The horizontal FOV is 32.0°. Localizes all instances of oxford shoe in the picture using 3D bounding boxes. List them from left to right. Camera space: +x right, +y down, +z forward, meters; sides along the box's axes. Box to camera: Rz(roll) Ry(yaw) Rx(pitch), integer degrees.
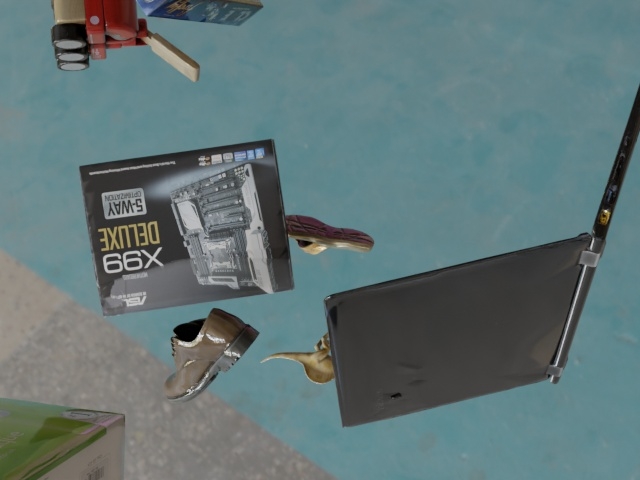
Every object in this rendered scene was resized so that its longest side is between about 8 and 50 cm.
[{"bbox_3d":[-0.177,0.159,1.606,0.227,0.096,0.083,-46,6,43],"label":"oxford shoe"}]

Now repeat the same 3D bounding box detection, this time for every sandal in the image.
[{"bbox_3d":[0.000,0.000,1.870,0.180,0.049,0.072,14,26,10],"label":"sandal"}]

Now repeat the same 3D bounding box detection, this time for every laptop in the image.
[{"bbox_3d":[0.197,0.010,1.274,0.236,0.382,0.407,18,65,13],"label":"laptop"}]

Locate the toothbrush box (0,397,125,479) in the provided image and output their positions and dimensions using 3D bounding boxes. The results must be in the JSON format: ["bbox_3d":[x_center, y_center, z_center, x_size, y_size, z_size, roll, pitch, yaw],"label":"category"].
[{"bbox_3d":[-0.332,0.208,0.918,0.283,0.122,0.206,4,9,16],"label":"toothbrush box"}]

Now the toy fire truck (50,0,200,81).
[{"bbox_3d":[-0.334,-0.357,1.918,0.246,0.217,0.158,-4,84,-10],"label":"toy fire truck"}]

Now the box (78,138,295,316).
[{"bbox_3d":[-0.207,-0.021,1.761,0.308,0.242,0.076,-7,5,0],"label":"box"}]

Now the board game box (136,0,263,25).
[{"bbox_3d":[-0.164,-0.317,1.222,0.042,0.243,0.165,-34,86,20],"label":"board game box"}]

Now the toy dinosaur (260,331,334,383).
[{"bbox_3d":[-0.001,0.194,1.832,0.183,0.053,0.092,21,53,16],"label":"toy dinosaur"}]
